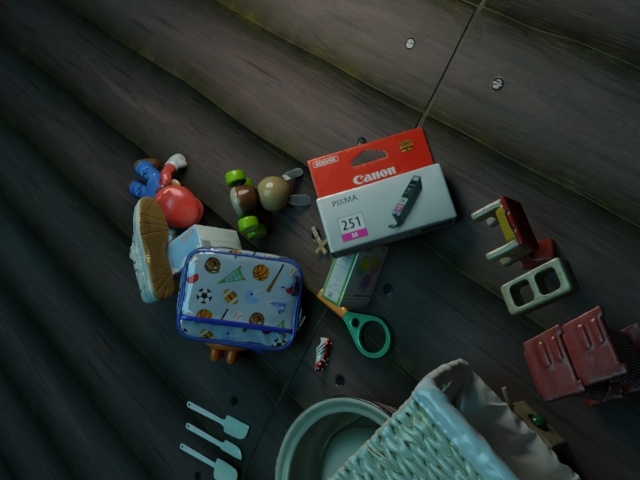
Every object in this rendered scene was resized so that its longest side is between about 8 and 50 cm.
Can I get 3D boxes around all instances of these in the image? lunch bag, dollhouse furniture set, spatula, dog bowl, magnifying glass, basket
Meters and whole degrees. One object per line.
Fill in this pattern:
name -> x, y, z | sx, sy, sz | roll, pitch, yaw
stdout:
lunch bag -> -0.185, 0.144, 1.745 | 0.115, 0.303, 0.243 | -179, 98, -83
dollhouse furniture set -> 0.436, 0.095, 1.295 | 0.152, 0.201, 0.374 | -32, 60, 33
spatula -> -0.291, 0.532, 1.943 | 0.242, 0.019, 0.168 | 13, 94, 39
dog bowl -> 0.099, 0.527, 1.545 | 0.408, 0.150, 0.408 | -4, 83, 38
magnifying glass -> 0.076, 0.183, 1.679 | 0.231, 0.026, 0.092 | 38, 109, 36
basket -> 0.231, 0.410, 1.201 | 0.331, 0.328, 0.266 | 46, 103, 17

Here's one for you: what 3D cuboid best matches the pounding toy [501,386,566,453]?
pounding toy -> 0.370, 0.364, 1.372 | 0.130, 0.100, 0.141 | 44, 113, 33

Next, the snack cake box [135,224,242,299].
snack cake box -> -0.350, 0.063, 1.954 | 0.264, 0.152, 0.089 | -33, 65, 32

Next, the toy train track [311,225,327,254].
toy train track -> 0.000, 0.000, 1.768 | 0.048, 0.014, 0.083 | -49, 52, 33

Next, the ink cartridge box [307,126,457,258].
ink cartridge box -> 0.125, -0.113, 1.564 | 0.275, 0.060, 0.239 | -16, 73, 3

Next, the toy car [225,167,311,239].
toy car -> -0.122, -0.110, 1.831 | 0.188, 0.149, 0.155 | -19, 76, 6

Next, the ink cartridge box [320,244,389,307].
ink cartridge box -> 0.087, 0.044, 1.630 | 0.062, 0.109, 0.209 | 26, 101, 37

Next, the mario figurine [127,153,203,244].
mario figurine -> -0.421, -0.119, 2.079 | 0.320, 0.170, 0.198 | 36, 144, 46

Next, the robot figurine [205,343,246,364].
robot figurine -> -0.226, 0.199, 1.858 | 0.158, 0.128, 0.219 | 9, 92, 43

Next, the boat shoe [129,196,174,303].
boat shoe -> -0.449, 0.026, 1.878 | 0.096, 0.098, 0.277 | -20, 71, 35

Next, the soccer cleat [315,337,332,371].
soccer cleat -> 0.002, 0.269, 1.729 | 0.035, 0.029, 0.083 | 22, 96, 47
